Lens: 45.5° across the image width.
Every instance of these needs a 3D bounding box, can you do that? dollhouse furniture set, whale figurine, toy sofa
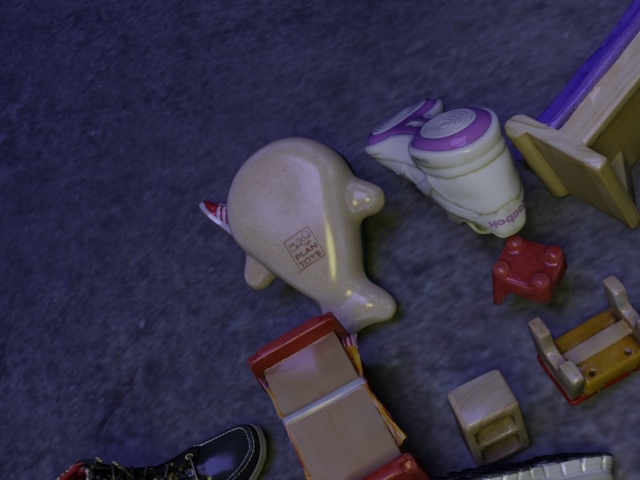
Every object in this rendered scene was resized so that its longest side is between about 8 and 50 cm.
[{"bbox_3d":[0.135,0.143,0.804,0.374,0.152,0.201,-29,51,0],"label":"dollhouse furniture set"},{"bbox_3d":[0.000,0.000,0.977,0.216,0.141,0.272,-36,76,16],"label":"whale figurine"},{"bbox_3d":[0.347,-0.213,0.799,0.362,0.150,0.177,-52,50,3],"label":"toy sofa"}]

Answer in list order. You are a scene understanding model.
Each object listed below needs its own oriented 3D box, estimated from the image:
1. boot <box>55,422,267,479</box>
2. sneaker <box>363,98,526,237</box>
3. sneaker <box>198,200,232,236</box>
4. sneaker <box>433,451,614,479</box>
[{"bbox_3d":[-0.195,0.290,0.917,0.236,0.178,0.085,-39,51,15],"label":"boot"},{"bbox_3d":[0.140,-0.079,0.881,0.114,0.152,0.305,-33,18,0],"label":"sneaker"},{"bbox_3d":[-0.127,-0.045,1.127,0.118,0.042,0.067,35,94,34],"label":"sneaker"},{"bbox_3d":[0.180,0.247,0.681,0.081,0.208,0.094,136,129,-70],"label":"sneaker"}]
